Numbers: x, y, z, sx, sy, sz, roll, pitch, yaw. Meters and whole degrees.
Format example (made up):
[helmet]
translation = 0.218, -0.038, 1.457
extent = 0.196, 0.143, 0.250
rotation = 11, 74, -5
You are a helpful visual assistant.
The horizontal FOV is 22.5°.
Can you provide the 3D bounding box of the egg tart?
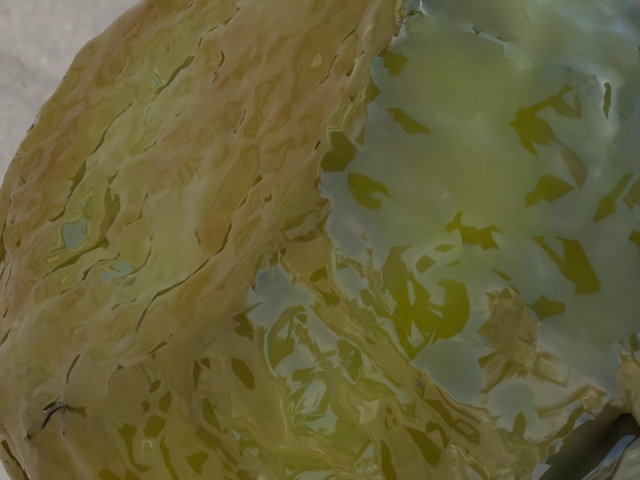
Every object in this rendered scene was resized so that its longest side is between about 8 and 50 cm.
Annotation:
[egg tart]
translation = 0.000, 0.000, 0.561
extent = 0.169, 0.388, 0.388
rotation = 34, 37, -27
